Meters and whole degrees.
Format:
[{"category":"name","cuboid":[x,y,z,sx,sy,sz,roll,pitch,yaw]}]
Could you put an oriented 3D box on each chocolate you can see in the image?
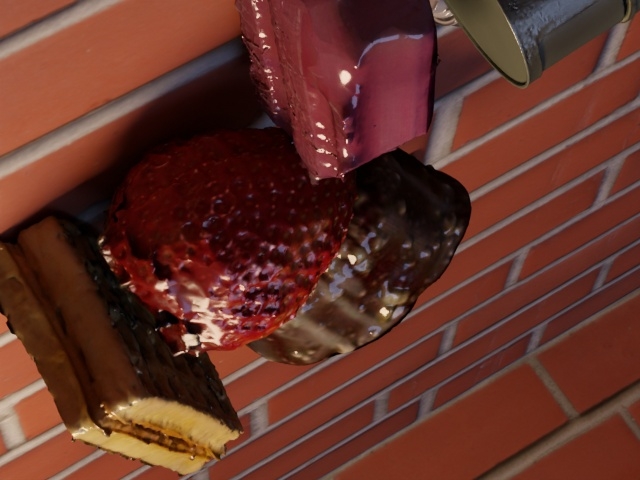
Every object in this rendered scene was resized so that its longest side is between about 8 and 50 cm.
[{"category":"chocolate","cuboid":[0.000,0.000,2.102,0.340,0.225,0.210,-40,148,15]}]

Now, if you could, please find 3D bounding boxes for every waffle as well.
[{"category":"waffle","cuboid":[-0.232,0.133,1.956,0.114,0.261,0.376,-30,162,6]}]

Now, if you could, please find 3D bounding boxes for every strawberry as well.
[{"category":"strawberry","cuboid":[-0.092,-0.021,1.843,0.288,0.250,0.239,-30,136,-1]}]

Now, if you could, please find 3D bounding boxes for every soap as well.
[{"category":"soap","cuboid":[0.013,-0.188,1.646,0.127,0.220,0.325,-33,154,-13]}]

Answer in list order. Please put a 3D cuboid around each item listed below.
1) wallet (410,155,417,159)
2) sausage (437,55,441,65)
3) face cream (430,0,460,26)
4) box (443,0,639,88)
[{"category":"wallet","cuboid":[0.016,-0.025,2.348,0.285,0.030,0.146,-28,158,-22]},{"category":"sausage","cuboid":[0.082,-0.186,2.037,0.048,0.050,0.145,22,128,-36]},{"category":"face cream","cuboid":[0.210,-0.289,1.939,0.283,0.073,0.073,-14,153,-46]},{"category":"box","cuboid":[0.205,-0.287,1.693,0.149,0.226,0.226,-33,162,-2]}]
